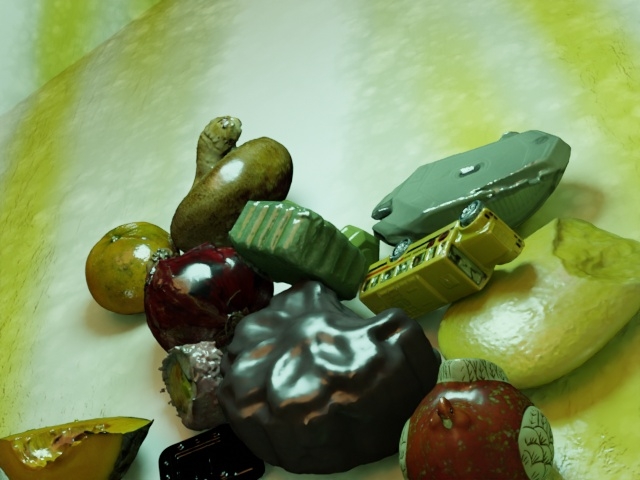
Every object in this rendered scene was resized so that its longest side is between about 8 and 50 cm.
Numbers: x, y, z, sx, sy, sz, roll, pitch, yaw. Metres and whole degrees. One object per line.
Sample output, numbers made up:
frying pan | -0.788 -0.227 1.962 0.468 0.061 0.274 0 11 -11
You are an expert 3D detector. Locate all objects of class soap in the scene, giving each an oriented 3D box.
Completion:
soap | 0.403 0.100 1.789 0.427 0.115 0.306 -38 40 -18

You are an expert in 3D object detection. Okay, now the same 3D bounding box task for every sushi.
sushi | -0.234 0.289 1.943 0.107 0.241 0.161 -6 70 -25

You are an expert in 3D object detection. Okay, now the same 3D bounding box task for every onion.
onion | -0.229 0.115 2.086 0.281 0.221 0.281 -6 50 8

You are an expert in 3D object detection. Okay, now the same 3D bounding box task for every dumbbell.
dumbbell | 0.000 0.000 2.185 0.121 0.108 0.302 -42 37 -22

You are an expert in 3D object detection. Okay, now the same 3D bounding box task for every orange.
orange | -0.431 0.059 2.326 0.240 0.171 0.240 -16 37 12

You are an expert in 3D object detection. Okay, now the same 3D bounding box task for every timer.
timer | -0.197 0.404 1.827 0.187 0.055 0.144 -21 33 -1

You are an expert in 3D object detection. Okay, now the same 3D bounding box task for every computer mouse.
computer mouse | 0.312 -0.084 2.065 0.429 0.145 0.228 -20 31 15

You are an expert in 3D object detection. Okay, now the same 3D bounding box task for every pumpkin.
pumpkin | -0.447 0.418 1.937 0.312 0.148 0.169 -5 -1 22

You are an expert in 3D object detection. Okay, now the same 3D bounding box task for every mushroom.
mushroom | -0.201 -0.096 2.302 0.345 0.345 0.239 -33 61 -10

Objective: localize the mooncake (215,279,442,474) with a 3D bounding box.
mooncake | 0.001 0.235 1.774 0.381 0.212 0.350 8 45 39

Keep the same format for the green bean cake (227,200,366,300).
green bean cake | -0.042 0.023 1.967 0.222 0.227 0.125 8 64 45

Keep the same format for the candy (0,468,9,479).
candy | -0.642 0.516 1.559 0.427 0.186 0.386 -27 42 2

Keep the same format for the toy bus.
toy bus | 0.213 0.052 1.853 0.335 0.121 0.123 -30 22 50

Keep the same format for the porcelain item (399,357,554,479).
porcelain item | 0.225 0.298 1.540 0.253 0.253 0.253 -17 35 13
